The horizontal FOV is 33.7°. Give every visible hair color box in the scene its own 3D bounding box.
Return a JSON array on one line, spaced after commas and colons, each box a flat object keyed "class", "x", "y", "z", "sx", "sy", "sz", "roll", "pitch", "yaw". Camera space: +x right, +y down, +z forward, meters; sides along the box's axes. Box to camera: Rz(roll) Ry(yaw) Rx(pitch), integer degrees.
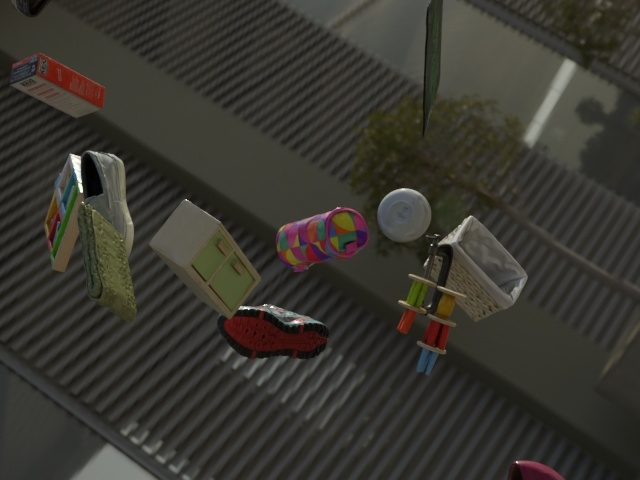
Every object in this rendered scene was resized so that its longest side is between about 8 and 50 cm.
[{"class": "hair color box", "x": -0.435, "y": -0.256, "z": 1.754, "sx": 0.141, "sy": 0.072, "sz": 0.043, "roll": 26, "pitch": -120, "yaw": -49}]

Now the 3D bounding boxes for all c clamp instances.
[{"class": "c clamp", "x": 0.197, "y": 0.063, "z": 1.888, "sx": 0.137, "sy": 0.022, "sz": 0.160, "roll": -7, "pitch": -69, "yaw": -59}]

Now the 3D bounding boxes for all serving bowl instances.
[{"class": "serving bowl", "x": 0.124, "y": -0.040, "z": 1.598, "sx": 0.083, "sy": 0.083, "sz": 0.027, "roll": -57, "pitch": -17, "yaw": 2}]

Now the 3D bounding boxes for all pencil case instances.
[{"class": "pencil case", "x": 0.000, "y": 0.000, "z": 2.053, "sx": 0.104, "sy": 0.104, "sz": 0.236, "roll": -51, "pitch": 14, "yaw": -23}]

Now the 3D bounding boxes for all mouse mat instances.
[{"class": "mouse mat", "x": 0.149, "y": -0.250, "z": 1.387, "sx": 0.152, "sy": 0.007, "sz": 0.189, "roll": -70, "pitch": -16, "yaw": -49}]

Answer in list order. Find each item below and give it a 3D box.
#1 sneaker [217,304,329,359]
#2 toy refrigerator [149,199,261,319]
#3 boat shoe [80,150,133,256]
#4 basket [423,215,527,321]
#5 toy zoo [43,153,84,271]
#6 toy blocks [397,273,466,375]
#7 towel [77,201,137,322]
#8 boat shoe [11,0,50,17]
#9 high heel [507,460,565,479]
[{"class": "sneaker", "x": -0.115, "y": 0.185, "z": 2.177, "sx": 0.262, "sy": 0.125, "sz": 0.104, "roll": 16, "pitch": -84, "yaw": -38}, {"class": "toy refrigerator", "x": -0.196, "y": 0.041, "z": 1.877, "sx": 0.102, "sy": 0.094, "sz": 0.269, "roll": -52, "pitch": -24, "yaw": -12}, {"class": "boat shoe", "x": -0.383, "y": -0.055, "z": 1.837, "sx": 0.079, "sy": 0.227, "sz": 0.081, "roll": -32, "pitch": -33, "yaw": 35}, {"class": "basket", "x": 0.292, "y": 0.058, "z": 2.008, "sx": 0.103, "sy": 0.167, "sz": 0.113, "roll": -40, "pitch": 7, "yaw": 40}, {"class": "toy zoo", "x": -0.576, "y": -0.075, "z": 2.393, "sx": 0.192, "sy": 0.030, "sz": 0.293, "roll": -66, "pitch": 26, "yaw": 15}, {"class": "toy blocks", "x": 0.174, "y": 0.144, "z": 1.801, "sx": 0.054, "sy": 0.123, "sz": 0.148, "roll": 18, "pitch": -87, "yaw": -43}, {"class": "towel", "x": -0.281, "y": 0.030, "z": 1.386, "sx": 0.027, "sy": 0.148, "sz": 0.110, "roll": -22, "pitch": -27, "yaw": 9}, {"class": "boat shoe", "x": -0.512, "y": -0.524, "z": 2.001, "sx": 0.080, "sy": 0.073, "sz": 0.223, "roll": 14, "pitch": -70, "yaw": -47}, {"class": "high heel", "x": 0.289, "y": 0.518, "z": 1.545, "sx": 0.127, "sy": 0.181, "sz": 0.377, "roll": -14, "pitch": 50, "yaw": 48}]
